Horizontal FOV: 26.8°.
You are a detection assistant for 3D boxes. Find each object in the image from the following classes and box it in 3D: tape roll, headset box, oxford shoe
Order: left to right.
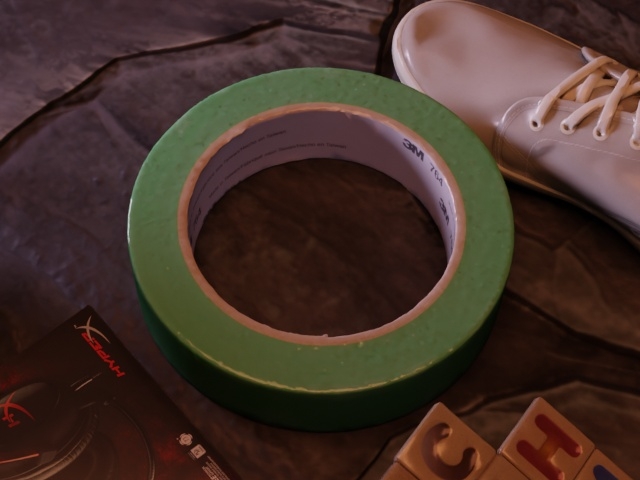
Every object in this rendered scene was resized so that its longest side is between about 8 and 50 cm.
[{"bbox_3d":[-0.217,0.223,0.968,0.293,0.110,0.218,-35,66,-20],"label":"headset box"},{"bbox_3d":[0.000,0.000,1.133,0.321,0.077,0.321,1,59,-1],"label":"tape roll"},{"bbox_3d":[0.254,-0.097,1.170,0.449,0.130,0.169,38,66,22],"label":"oxford shoe"}]

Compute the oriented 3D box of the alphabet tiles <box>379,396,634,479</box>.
[{"bbox_3d":[0.162,0.286,0.930,0.342,0.011,0.285,41,64,0],"label":"alphabet tiles"}]
